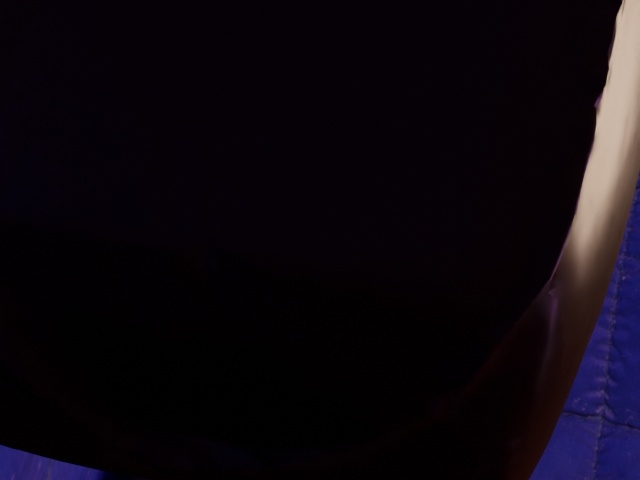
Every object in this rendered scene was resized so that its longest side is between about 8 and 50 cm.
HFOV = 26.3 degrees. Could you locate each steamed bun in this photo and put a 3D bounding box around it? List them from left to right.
[{"bbox_3d":[0.008,-0.093,0.511,0.248,0.235,0.379,67,33,-76],"label":"steamed bun"}]

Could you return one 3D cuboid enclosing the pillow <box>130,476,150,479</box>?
[{"bbox_3d":[-0.066,0.112,0.913,0.223,0.084,0.236,79,21,-69],"label":"pillow"}]
